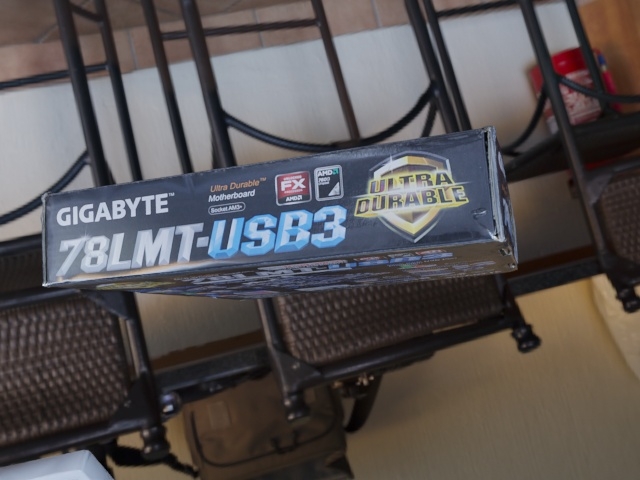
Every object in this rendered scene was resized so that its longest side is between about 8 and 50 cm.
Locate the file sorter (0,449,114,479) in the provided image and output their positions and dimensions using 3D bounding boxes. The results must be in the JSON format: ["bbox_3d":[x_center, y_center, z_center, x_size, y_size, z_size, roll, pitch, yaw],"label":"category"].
[{"bbox_3d":[-0.217,0.328,0.490,0.192,0.278,0.173,-14,-144,10],"label":"file sorter"}]

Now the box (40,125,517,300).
[{"bbox_3d":[0.000,0.000,0.510,0.295,0.073,0.293,-7,170,18],"label":"box"}]
